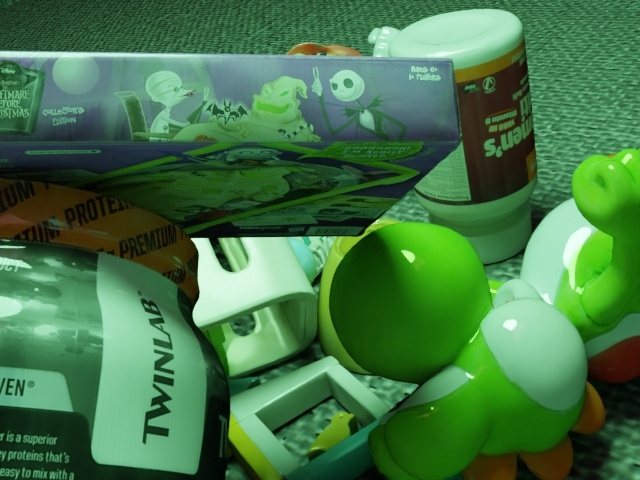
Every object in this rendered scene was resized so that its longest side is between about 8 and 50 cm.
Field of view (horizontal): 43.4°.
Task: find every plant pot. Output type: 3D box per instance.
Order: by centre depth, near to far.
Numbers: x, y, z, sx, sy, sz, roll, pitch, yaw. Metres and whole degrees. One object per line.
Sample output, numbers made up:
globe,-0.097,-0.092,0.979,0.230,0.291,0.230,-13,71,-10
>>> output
plant pot,0.054,0.037,0.710,0.134,0.095,0.134,-11,30,7

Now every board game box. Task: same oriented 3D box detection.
board game box,-0.125,-0.039,0.423,0.347,0.056,0.208,-1,-7,-10

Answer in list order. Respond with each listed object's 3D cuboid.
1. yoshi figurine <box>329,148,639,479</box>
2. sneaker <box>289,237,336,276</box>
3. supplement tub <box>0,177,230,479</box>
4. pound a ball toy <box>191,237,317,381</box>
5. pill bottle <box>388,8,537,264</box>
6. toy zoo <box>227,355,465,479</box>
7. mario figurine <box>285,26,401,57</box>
yoshi figurine,0.150,0.014,0.579,0.362,0.203,0.203,-34,43,-28
sneaker,0.000,0.000,0.832,0.075,0.057,0.161,-8,28,23
supplement tub,-0.149,0.156,0.359,0.207,0.207,0.337,-4,69,18
pound a ball toy,-0.108,-0.022,0.778,0.136,0.208,0.319,-20,60,-13
pill bottle,0.141,-0.094,0.763,0.121,0.221,0.121,-11,30,7
toy zoo,-0.016,0.182,0.567,0.192,0.030,0.293,-28,33,-21
mario figurine,0.011,-0.174,1.009,0.198,0.170,0.320,-21,32,-6
